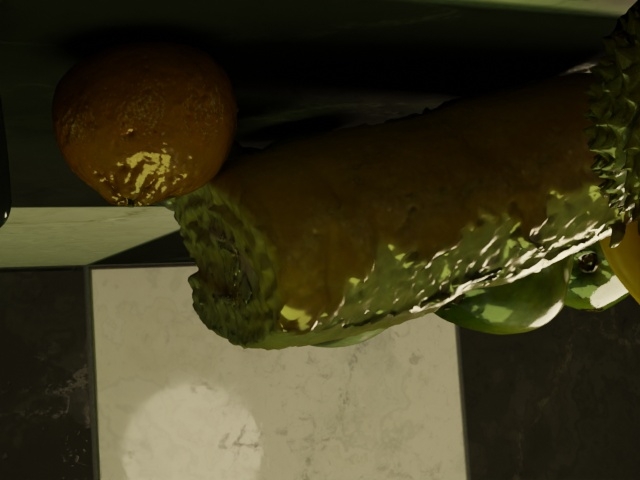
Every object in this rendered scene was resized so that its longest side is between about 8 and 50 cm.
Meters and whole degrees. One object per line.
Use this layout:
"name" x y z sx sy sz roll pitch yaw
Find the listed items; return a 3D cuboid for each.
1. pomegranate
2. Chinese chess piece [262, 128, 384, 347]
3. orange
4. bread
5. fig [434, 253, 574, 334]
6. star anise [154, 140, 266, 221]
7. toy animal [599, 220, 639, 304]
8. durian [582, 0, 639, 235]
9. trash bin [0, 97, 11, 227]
"pomegranate" 0.389 -0.016 1.652 0.214 0.214 0.248 -6 -153 19
"Chinese chess piece" 0.000 0.000 1.184 0.238 0.237 0.092 -9 -173 43
"orange" -0.126 -0.083 0.825 0.136 0.117 0.135 0 -177 0
"bread" 0.085 -0.028 0.949 0.375 0.165 0.236 -17 -171 -25
"fig" 0.160 0.007 1.446 0.314 0.233 0.233 -1 176 26
"star anise" -0.117 -0.058 1.093 0.236 0.093 0.229 14 169 20
"toy animal" 0.540 -0.008 1.427 0.345 0.277 0.247 -2 156 -19
"durian" 0.266 -0.116 0.728 0.237 0.138 0.193 -45 -177 -10
"trash bin" -0.355 -0.053 0.688 0.290 0.182 0.209 -6 177 -45
